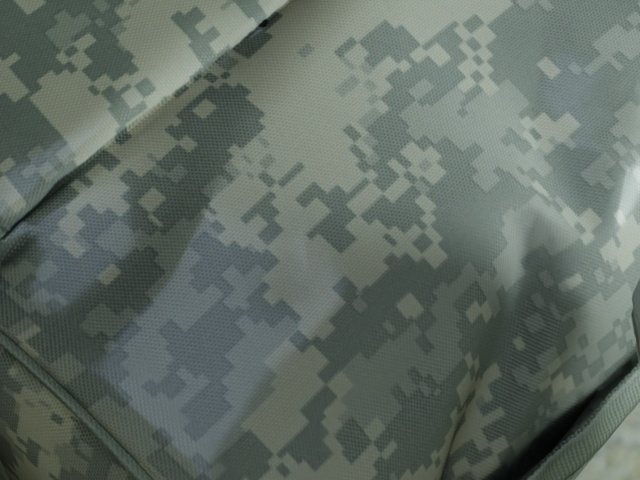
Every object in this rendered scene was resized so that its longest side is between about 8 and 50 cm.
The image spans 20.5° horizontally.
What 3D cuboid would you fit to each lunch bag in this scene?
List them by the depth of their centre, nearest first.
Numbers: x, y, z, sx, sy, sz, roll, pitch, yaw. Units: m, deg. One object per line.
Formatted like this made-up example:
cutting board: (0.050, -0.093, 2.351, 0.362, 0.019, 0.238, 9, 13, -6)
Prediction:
lunch bag: (0.000, 0.000, 0.633, 0.256, 0.212, 0.305, 39, 65, 24)

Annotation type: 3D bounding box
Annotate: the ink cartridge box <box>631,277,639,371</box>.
ink cartridge box: (0.240, 0.036, 0.446, 0.270, 0.198, 0.197, 9, 42, -5)
